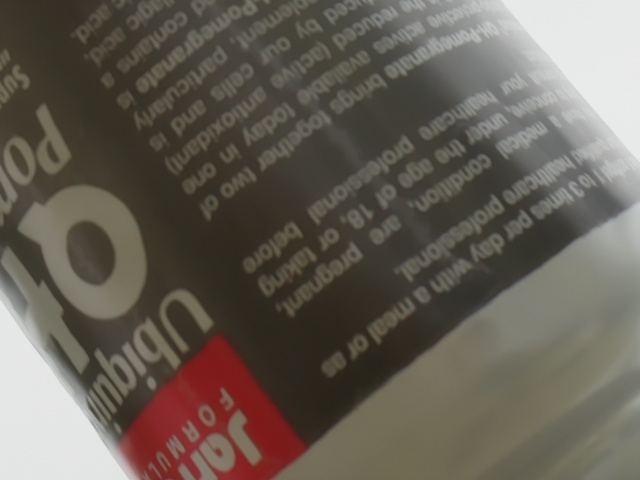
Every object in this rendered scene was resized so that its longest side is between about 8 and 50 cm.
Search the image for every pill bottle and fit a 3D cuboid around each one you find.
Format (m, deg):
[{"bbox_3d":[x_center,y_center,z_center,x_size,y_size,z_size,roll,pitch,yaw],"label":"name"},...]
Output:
[{"bbox_3d":[0.000,0.000,0.437,0.176,0.176,0.318,-45,-103,30],"label":"pill bottle"}]
